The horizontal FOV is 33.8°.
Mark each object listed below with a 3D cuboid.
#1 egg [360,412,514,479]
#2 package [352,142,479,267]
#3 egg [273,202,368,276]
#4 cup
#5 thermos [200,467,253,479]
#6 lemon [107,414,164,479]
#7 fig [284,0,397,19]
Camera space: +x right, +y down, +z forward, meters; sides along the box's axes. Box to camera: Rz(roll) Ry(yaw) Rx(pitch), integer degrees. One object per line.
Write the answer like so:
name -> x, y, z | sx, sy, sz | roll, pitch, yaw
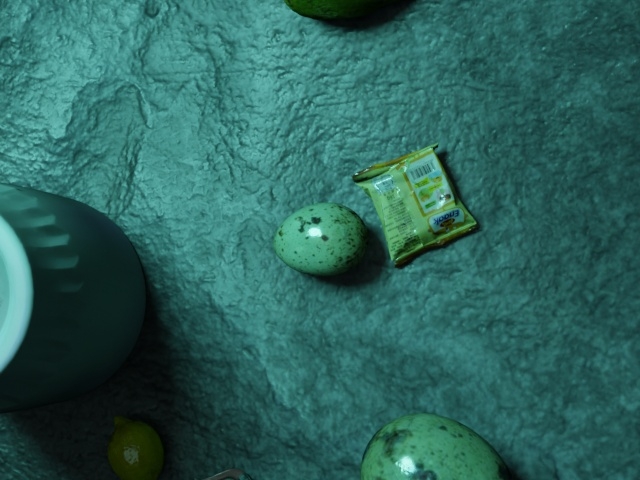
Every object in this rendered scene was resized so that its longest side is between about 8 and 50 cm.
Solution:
egg -> 0.129, 0.265, 1.132 | 0.182, 0.141, 0.141 | 28, 91, 1
package -> 0.109, -0.044, 1.213 | 0.108, 0.031, 0.120 | -25, 87, 8
egg -> 0.000, 0.000, 1.201 | 0.110, 0.085, 0.085 | -12, 84, 17
cup -> -0.342, 0.062, 1.121 | 0.253, 0.371, 0.253 | 0, 87, 2
thermos -> -0.133, 0.353, 1.196 | 0.330, 0.136, 0.109 | -22, 110, 8
lemon -> -0.217, 0.245, 1.231 | 0.065, 0.065, 0.092 | -28, 76, 7
fig -> 0.035, -0.310, 1.219 | 0.156, 0.123, 0.123 | 5, 86, -28
